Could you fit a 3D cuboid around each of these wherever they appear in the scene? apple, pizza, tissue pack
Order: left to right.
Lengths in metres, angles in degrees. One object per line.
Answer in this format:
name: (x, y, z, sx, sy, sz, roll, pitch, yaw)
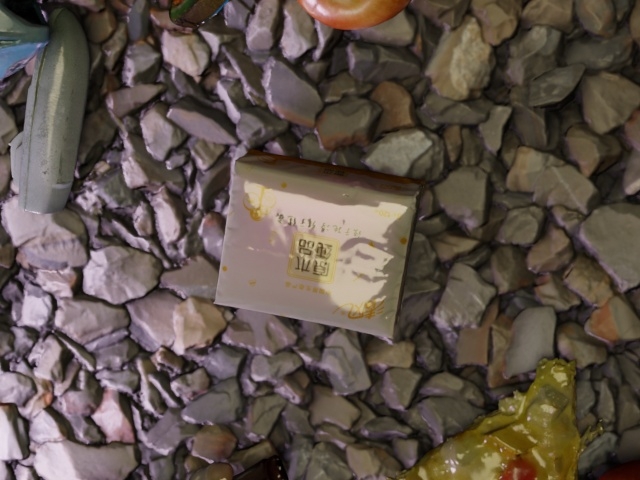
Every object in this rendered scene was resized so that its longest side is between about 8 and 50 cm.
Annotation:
tissue pack: (0.000, 0.000, 1.886, 0.225, 0.124, 0.185, 11, 106, 5)
apple: (0.042, -0.328, 1.805, 0.163, 0.139, 0.163, 5, 116, 11)
pizza: (0.242, 0.272, 1.943, 0.280, 0.075, 0.287, 20, 105, 2)

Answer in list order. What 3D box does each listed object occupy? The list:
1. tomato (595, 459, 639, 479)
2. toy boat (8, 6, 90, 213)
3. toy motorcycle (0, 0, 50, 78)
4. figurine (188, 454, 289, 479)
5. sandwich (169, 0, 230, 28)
tomato: (0.382, 0.336, 1.918, 0.099, 0.173, 0.189, 52, 146, 30)
toy boat: (-0.338, -0.163, 1.921, 0.085, 0.078, 0.260, 19, 108, 27)
toy motorcycle: (-0.467, -0.330, 1.847, 0.416, 0.172, 0.232, 15, 107, 16)
figurine: (-0.200, 0.408, 1.964, 0.365, 0.206, 0.218, -19, 114, 9)
sandwich: (-0.112, -0.358, 1.828, 0.159, 0.079, 0.235, 36, 113, 45)
